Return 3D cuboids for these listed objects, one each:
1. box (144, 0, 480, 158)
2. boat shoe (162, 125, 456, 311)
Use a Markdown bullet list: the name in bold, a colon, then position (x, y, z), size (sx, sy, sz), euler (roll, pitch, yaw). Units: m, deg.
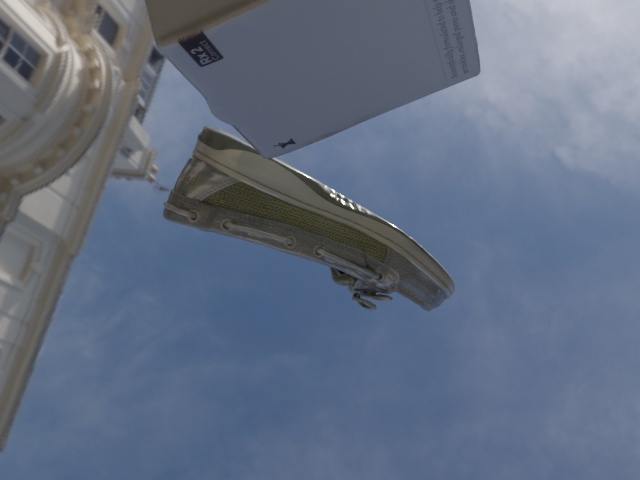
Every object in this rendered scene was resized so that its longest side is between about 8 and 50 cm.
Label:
- **box**: position (-0.003, -0.165, 0.482), size (0.182, 0.181, 0.119), euler (-20, -110, 11)
- **boat shoe**: position (0.000, 0.000, 0.726), size (0.103, 0.321, 0.118), euler (-59, -152, 4)
